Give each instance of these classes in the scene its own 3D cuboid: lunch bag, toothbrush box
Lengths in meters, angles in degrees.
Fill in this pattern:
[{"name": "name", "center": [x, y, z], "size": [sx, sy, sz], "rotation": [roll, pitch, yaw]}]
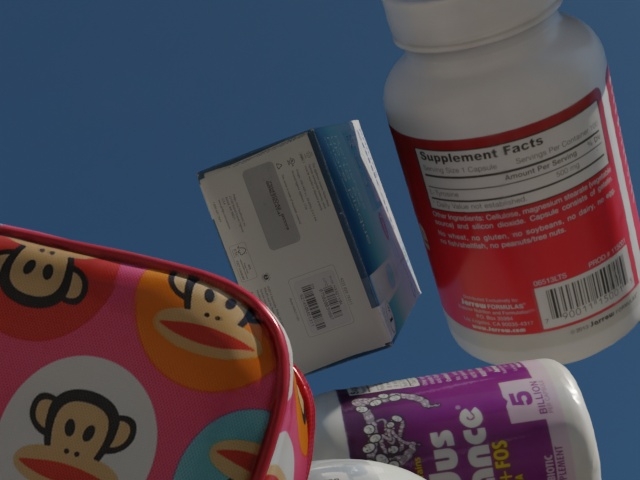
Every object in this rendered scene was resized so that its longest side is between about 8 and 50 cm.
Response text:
[{"name": "lunch bag", "center": [-0.165, 0.118, 0.491], "size": [0.293, 0.258, 0.120], "rotation": [16, -18, 11]}, {"name": "toothbrush box", "center": [0.000, 0.000, 1.251], "size": [0.126, 0.295, 0.216], "rotation": [-20, -88, 11]}]

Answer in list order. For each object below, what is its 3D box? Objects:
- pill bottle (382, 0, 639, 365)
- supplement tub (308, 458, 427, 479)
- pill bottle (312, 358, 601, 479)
[{"name": "pill bottle", "center": [0.197, -0.090, 1.265], "size": [0.229, 0.229, 0.408], "rotation": [-14, -64, 9]}, {"name": "supplement tub", "center": [0.034, 0.279, 0.543], "size": [0.207, 0.338, 0.207], "rotation": [-10, -55, -15]}, {"name": "pill bottle", "center": [0.075, 0.204, 1.053], "size": [0.301, 0.169, 0.169], "rotation": [-9, -60, -4]}]
